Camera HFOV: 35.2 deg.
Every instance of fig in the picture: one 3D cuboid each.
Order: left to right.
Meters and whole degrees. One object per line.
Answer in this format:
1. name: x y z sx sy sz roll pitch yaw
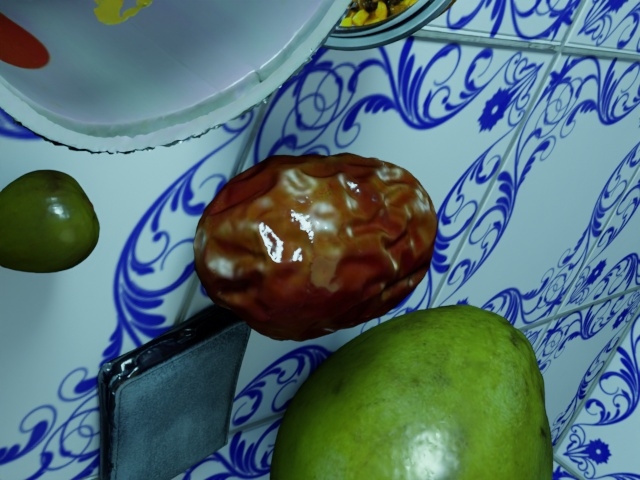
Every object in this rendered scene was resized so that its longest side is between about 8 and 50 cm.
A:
1. fig: -0.199 -0.009 0.702 0.088 0.074 0.074 -19 148 3

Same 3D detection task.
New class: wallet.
1. wallet: -0.148 0.168 1.006 0.167 0.036 0.222 -28 145 -37

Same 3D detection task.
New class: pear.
1. pear: 0.106 0.271 1.183 0.413 0.352 0.352 -57 156 -31

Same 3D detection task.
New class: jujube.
1. jujube: 0.000 0.000 0.895 0.250 0.174 0.174 -17 135 -50

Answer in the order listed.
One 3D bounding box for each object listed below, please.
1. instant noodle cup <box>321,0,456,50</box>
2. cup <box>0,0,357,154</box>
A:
1. instant noodle cup: 0.041 -0.222 0.730 0.125 0.208 0.178 -14 109 -69
2. cup: -0.131 -0.186 0.379 0.203 0.288 0.203 -35 146 -28
